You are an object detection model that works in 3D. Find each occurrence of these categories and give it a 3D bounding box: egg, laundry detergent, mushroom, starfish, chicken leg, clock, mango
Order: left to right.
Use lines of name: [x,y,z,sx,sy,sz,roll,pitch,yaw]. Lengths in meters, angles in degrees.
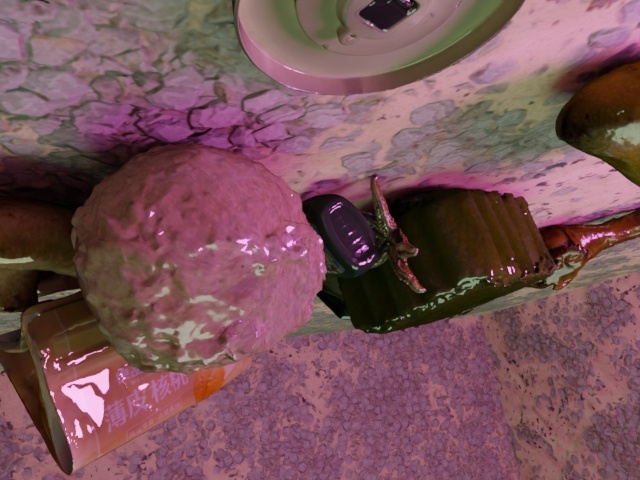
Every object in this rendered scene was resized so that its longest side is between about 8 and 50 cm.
mushroom: [-0.397,0.019,0.633,0.279,0.145,0.278,-2,168,-1]
egg: [-0.133,0.019,0.590,0.279,0.278,0.310,-19,169,31]
laundry detergent: [0.000,0.000,0.841,0.078,0.144,0.222,-38,-170,-22]
starfish: [0.095,-0.015,0.789,0.053,0.175,0.208,-23,-151,-27]
clock: [0.051,-0.185,0.390,0.235,0.029,0.235,-8,164,-2]
chicken leg: [0.628,0.008,1.218,0.361,0.140,0.212,-31,176,30]
mango: [0.438,-0.130,0.591,0.330,0.175,0.176,20,121,-22]

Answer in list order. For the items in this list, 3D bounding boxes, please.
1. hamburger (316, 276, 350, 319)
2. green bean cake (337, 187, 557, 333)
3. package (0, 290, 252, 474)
hamburger: [0.091,0.102,1.140,0.235,0.125,0.214,25,-167,39]
green bean cake: [0.225,0.030,0.950,0.319,0.217,0.335,-31,161,36]
package: [-0.244,0.130,0.715,0.311,0.221,0.165,-18,151,-50]
